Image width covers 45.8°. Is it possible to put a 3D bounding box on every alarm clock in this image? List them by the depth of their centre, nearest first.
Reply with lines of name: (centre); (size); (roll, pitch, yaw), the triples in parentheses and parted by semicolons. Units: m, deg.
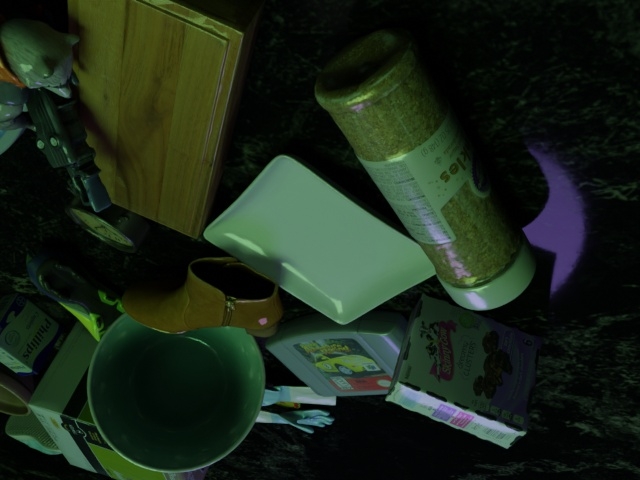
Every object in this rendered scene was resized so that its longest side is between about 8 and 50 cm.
alarm clock: (-0.334, -0.031, 1.213); (0.129, 0.064, 0.192); (27, 157, 4)

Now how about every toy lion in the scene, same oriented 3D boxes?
toy lion: (-0.092, 0.337, 1.602); (0.096, 0.034, 0.100); (26, 145, -18)

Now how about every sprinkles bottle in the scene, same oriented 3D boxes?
sprinkles bottle: (0.130, -0.068, 0.871); (0.121, 0.121, 0.355); (-9, 134, 36)

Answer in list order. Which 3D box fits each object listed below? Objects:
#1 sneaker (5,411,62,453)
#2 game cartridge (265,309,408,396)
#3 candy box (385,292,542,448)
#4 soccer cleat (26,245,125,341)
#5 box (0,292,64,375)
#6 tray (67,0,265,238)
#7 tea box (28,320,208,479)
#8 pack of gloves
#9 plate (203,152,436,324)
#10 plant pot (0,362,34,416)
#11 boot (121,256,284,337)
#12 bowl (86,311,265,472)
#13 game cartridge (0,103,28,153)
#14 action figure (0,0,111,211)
sneaker: (-0.727, 0.540, 2.135); (0.365, 0.135, 0.150); (0, 148, 41)
game cartridge: (0.050, 0.199, 1.326); (0.294, 0.060, 0.196); (-13, 128, 39)
candy box: (0.215, 0.191, 1.127); (0.196, 0.165, 0.070); (21, 144, 2)
soccer cleat: (-0.456, 0.108, 1.470); (0.121, 0.093, 0.289); (33, 163, 44)
box: (-0.651, 0.205, 1.643); (0.072, 0.126, 0.137); (-12, 133, 36)
tray: (-0.213, -0.171, 0.965); (0.202, 0.076, 0.411); (24, 145, -1)
tea box: (-0.401, 0.382, 1.659); (0.323, 0.220, 0.329); (15, 144, 11)
pack of gloves: (-0.084, 0.355, 1.559); (0.232, 0.046, 0.195); (2, 146, 3)
plate: (0.000, 0.000, 1.097); (0.278, 0.045, 0.277); (33, 144, -15)
plant pot: (-0.819, 0.342, 1.925); (0.237, 0.110, 0.237); (14, 143, 11)
boot: (-0.203, 0.080, 1.236); (0.295, 0.104, 0.211); (9, 154, 6)
bowl: (-0.262, 0.263, 1.406); (0.311, 0.312, 0.163); (24, 165, -3)
game cartridge: (-0.503, -0.222, 1.072); (0.198, 0.062, 0.297); (40, 141, -16)
action figure: (-0.404, -0.156, 0.902); (0.330, 0.178, 0.341); (-16, 107, 31)
